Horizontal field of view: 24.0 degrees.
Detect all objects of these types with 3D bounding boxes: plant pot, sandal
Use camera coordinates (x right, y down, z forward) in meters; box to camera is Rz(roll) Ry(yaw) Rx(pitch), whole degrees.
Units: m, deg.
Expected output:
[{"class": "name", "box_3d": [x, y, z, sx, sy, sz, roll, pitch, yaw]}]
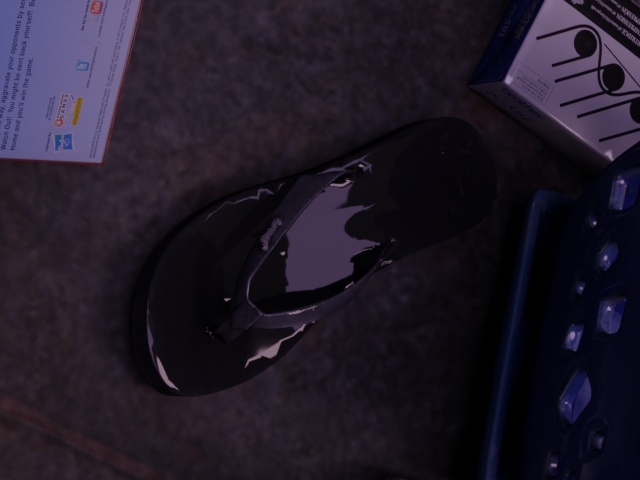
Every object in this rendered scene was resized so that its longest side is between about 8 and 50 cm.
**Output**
[{"class": "plant pot", "box_3d": [0.228, 0.081, 0.876, 0.236, 0.212, 0.236, 20, 72, -25]}, {"class": "sandal", "box_3d": [0.000, -0.001, 0.864, 0.254, 0.054, 0.097, -34, 104, -22]}]

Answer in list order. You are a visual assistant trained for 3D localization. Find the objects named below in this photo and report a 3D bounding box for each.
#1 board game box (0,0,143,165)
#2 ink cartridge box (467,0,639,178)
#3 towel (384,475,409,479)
[{"class": "board game box", "box_3d": [-0.146, -0.166, 0.726, 0.145, 0.027, 0.281, 1, 122, -30]}, {"class": "ink cartridge box", "box_3d": [0.202, -0.085, 0.967, 0.207, 0.046, 0.097, 32, 78, -23]}, {"class": "towel", "box_3d": [0.148, 0.246, 0.820, 0.235, 0.283, 0.121, 21, 93, -24]}]
